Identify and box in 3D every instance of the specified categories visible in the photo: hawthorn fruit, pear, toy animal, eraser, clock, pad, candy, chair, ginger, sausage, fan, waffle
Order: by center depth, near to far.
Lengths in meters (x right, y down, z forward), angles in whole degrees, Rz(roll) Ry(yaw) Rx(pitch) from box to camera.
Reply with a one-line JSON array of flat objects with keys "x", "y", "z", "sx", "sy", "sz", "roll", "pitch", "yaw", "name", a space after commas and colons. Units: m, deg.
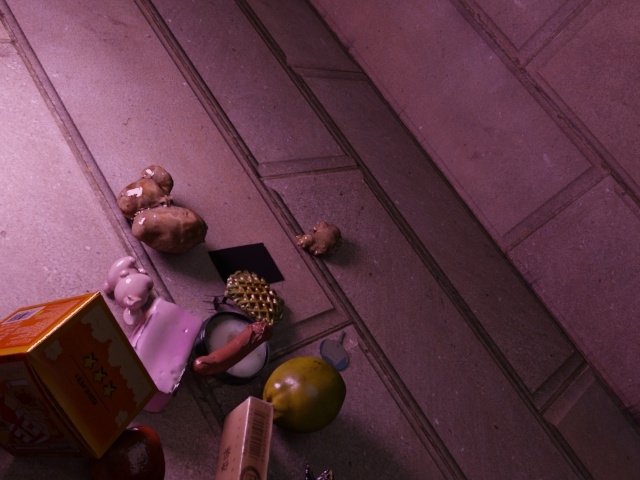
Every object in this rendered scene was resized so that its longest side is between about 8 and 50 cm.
[{"x": -0.413, "y": 0.509, "z": 1.270, "sx": 0.157, "sy": 0.157, "sz": 0.194, "roll": -4, "pitch": 75, "yaw": -45, "name": "hawthorn fruit"}, {"x": -0.194, "y": 0.563, "z": 1.412, "sx": 0.078, "sy": 0.144, "sz": 0.343, "roll": 28, "pitch": 39, "yaw": -22, "name": "eraser"}, {"x": -0.416, "y": 0.286, "z": 1.496, "sx": 0.155, "sy": 0.116, "sz": 0.265, "roll": 31, "pitch": 39, "yaw": -16, "name": "candy"}, {"x": -0.489, "y": 0.141, "z": 1.539, "sx": 0.124, "sy": 0.124, "sz": 0.212, "roll": 4, "pitch": 30, "yaw": -40, "name": "toy animal"}, {"x": -0.235, "y": 0.299, "z": 1.609, "sx": 0.078, "sy": 0.078, "sz": 0.304, "roll": 50, "pitch": 38, "yaw": 9, "name": "sausage"}, {"x": -0.041, "y": 0.430, "z": 1.631, "sx": 0.269, "sy": 0.212, "sz": 0.212, "roll": -2, "pitch": 56, "yaw": -41, "name": "pear"}, {"x": -0.251, "y": 0.306, "z": 1.687, "sx": 0.226, "sy": 0.049, "sz": 0.226, "roll": 25, "pitch": 40, "yaw": -23, "name": "clock"}, {"x": -0.310, "y": 0.187, "z": 1.755, "sx": 0.086, "sy": 0.037, "sz": 0.042, "roll": 2, "pitch": 41, "yaw": -37, "name": "chair"}, {"x": -0.490, "y": -0.095, "z": 1.762, "sx": 0.244, "sy": 0.155, "sz": 0.304, "roll": -18, "pitch": 68, "yaw": -48, "name": "ginger"}, {"x": -0.202, "y": 0.180, "z": 1.824, "sx": 0.214, "sy": 0.054, "sz": 0.208, "roll": 40, "pitch": 25, "yaw": -8, "name": "waffle"}, {"x": -0.243, "y": 0.086, "z": 1.941, "sx": 0.243, "sy": 0.004, "sz": 0.163, "roll": -11, "pitch": 62, "yaw": -48, "name": "pad"}, {"x": 0.054, "y": 0.358, "z": 1.951, "sx": 0.113, "sy": 0.005, "sz": 0.175, "roll": 39, "pitch": 37, "yaw": -7, "name": "fan"}, {"x": 0.004, "y": 0.003, "z": 2.194, "sx": 0.137, "sy": 0.074, "sz": 0.213, "roll": 41, "pitch": 32, "yaw": 12, "name": "ginger"}]

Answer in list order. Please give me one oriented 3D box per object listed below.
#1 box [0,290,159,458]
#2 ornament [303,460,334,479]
[{"x": -0.540, "y": 0.280, "z": 1.183, "sx": 0.214, "sy": 0.283, "sz": 0.259, "roll": -48, "pitch": 121, "yaw": -53, "name": "box"}, {"x": -0.042, "y": 0.644, "z": 1.398, "sx": 0.080, "sy": 0.236, "sz": 0.202, "roll": 24, "pitch": 40, "yaw": -15, "name": "ornament"}]
